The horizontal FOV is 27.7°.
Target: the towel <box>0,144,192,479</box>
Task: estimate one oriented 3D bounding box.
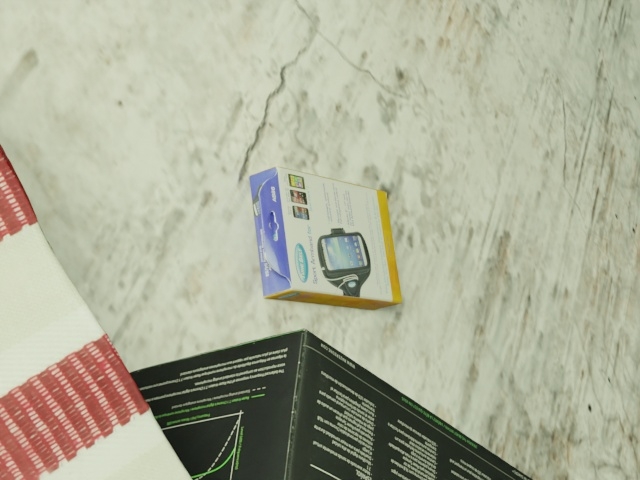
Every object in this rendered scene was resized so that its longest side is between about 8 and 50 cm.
[{"bbox_3d":[-0.179,0.091,0.463,0.237,0.037,0.329,-32,99,-22],"label":"towel"}]

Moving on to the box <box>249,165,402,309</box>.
[{"bbox_3d":[0.000,0.000,0.847,0.136,0.028,0.081,9,69,-49],"label":"box"}]

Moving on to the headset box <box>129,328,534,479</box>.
[{"bbox_3d":[0.003,0.229,0.662,0.246,0.131,0.283,35,49,-41],"label":"headset box"}]
